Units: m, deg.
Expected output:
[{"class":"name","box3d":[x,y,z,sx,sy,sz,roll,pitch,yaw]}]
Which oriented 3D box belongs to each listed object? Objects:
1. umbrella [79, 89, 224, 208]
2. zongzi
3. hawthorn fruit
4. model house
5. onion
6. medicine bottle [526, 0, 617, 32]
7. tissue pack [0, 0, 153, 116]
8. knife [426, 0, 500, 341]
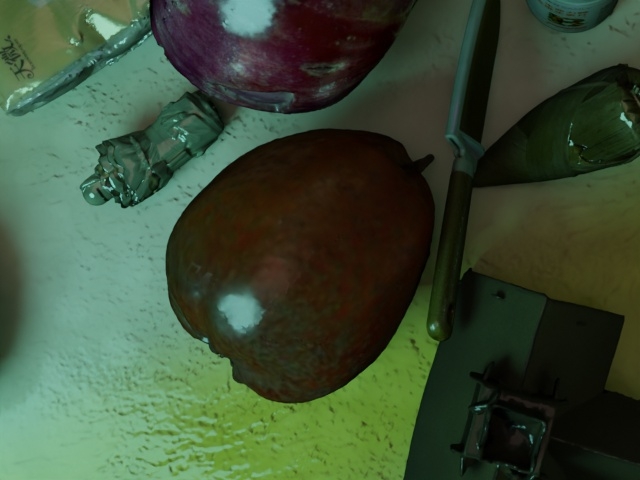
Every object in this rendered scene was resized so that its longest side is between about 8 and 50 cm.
[{"class":"umbrella","box3d":[-0.151,-0.077,1.175,0.143,0.062,0.067,-33,117,0]},{"class":"zongzi","box3d":[0.199,-0.082,1.076,0.176,0.160,0.078,-25,91,6]},{"class":"hawthorn fruit","box3d":[0.000,0.000,1.092,0.210,0.210,0.262,43,78,6]},{"class":"model house","box3d":[0.173,0.147,1.035,0.204,0.243,0.211,15,92,8]},{"class":"onion","box3d":[-0.018,-0.242,1.046,0.272,0.230,0.256,-3,75,-19]},{"class":"medicine bottle","box3d":[0.206,-0.222,1.062,0.086,0.183,0.086,0,90,9]},{"class":"tissue pack","box3d":[-0.253,-0.245,1.173,0.186,0.090,0.222,-31,86,8]},{"class":"knife","box3d":[0.122,-0.084,1.090,0.027,0.061,0.343,0,65,26]}]
